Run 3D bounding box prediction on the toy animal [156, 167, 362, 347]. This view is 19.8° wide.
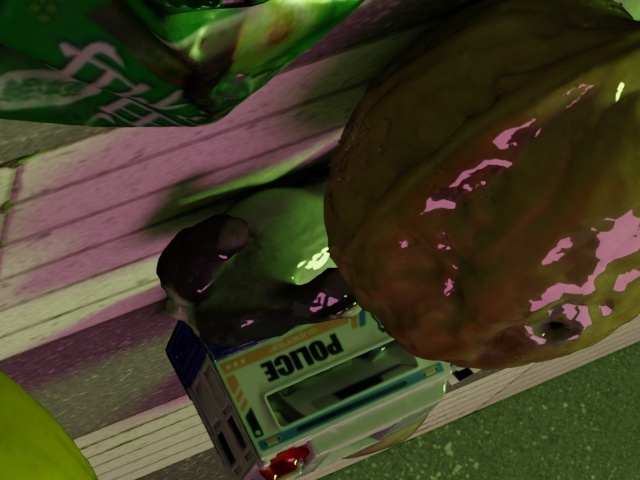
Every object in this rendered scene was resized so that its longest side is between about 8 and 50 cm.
[{"bbox_3d":[0.000,0.000,1.149,0.225,0.094,0.121,-30,-176,-34],"label":"toy animal"}]

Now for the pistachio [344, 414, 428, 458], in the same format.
[{"bbox_3d":[0.037,0.110,1.600,0.137,0.153,0.238,15,163,2],"label":"pistachio"}]

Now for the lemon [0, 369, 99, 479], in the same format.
[{"bbox_3d":[-0.261,0.186,0.885,0.348,0.348,0.348,-24,168,-6],"label":"lemon"}]

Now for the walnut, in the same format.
[{"bbox_3d":[0.109,-0.031,1.003,0.198,0.198,0.245,-10,152,-50],"label":"walnut"}]

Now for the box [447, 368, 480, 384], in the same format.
[{"bbox_3d":[0.185,0.004,1.449,0.247,0.129,0.033,-30,138,13],"label":"box"}]

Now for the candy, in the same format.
[{"bbox_3d":[-0.075,-0.082,0.701,0.141,0.078,0.203,4,162,-45],"label":"candy"}]

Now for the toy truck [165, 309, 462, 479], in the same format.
[{"bbox_3d":[0.036,0.065,1.336,0.268,0.155,0.124,-22,167,-19],"label":"toy truck"}]
